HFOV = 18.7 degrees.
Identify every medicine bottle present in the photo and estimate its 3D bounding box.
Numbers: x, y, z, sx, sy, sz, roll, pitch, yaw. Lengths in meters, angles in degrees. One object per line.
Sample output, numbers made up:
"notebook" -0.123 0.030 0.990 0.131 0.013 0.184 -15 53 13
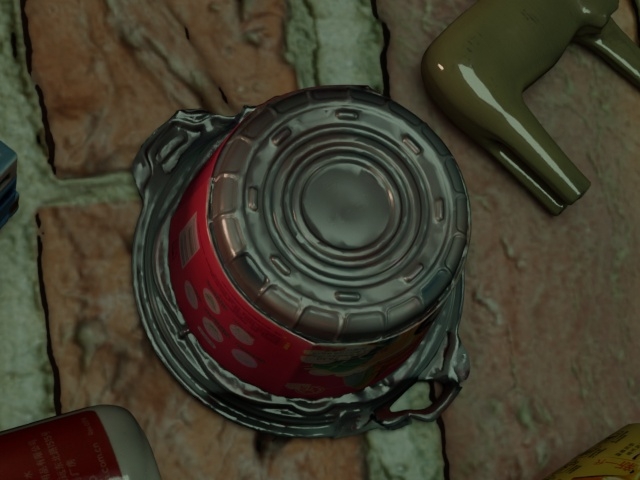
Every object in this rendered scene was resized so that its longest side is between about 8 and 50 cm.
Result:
"medicine bottle" -0.232 0.201 1.311 0.250 0.131 0.131 -16 78 -16

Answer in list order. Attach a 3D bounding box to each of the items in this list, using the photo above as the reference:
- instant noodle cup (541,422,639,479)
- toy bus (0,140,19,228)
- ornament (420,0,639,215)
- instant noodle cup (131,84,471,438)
"instant noodle cup" 0.218 0.209 1.404 0.122 0.151 0.151 -39 85 -26
"toy bus" -0.352 -0.097 1.374 0.297 0.131 0.106 39 69 0
"ornament" 0.171 -0.180 1.548 0.245 0.061 0.230 44 68 -1
"instant noodle cup" 0.000 0.000 1.394 0.302 0.181 0.258 32 71 -1
